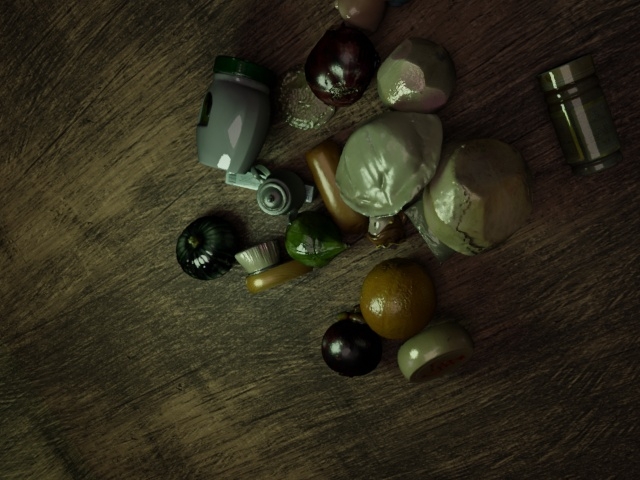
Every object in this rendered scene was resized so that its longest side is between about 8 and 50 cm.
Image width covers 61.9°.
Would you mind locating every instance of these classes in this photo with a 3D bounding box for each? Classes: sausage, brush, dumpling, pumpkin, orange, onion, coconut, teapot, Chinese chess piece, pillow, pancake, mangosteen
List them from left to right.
[{"bbox_3d":[-0.432,0.025,2.011,0.249,0.216,0.250,-6,70,18],"label":"pumpkin"},{"bbox_3d":[-0.155,-0.159,1.810,0.162,0.149,0.239,-31,94,23],"label":"teapot"},{"bbox_3d":[-0.168,0.080,1.974,0.266,0.174,0.166,-18,91,7],"label":"brush"},{"bbox_3d":[-0.056,-0.489,1.838,0.235,0.029,0.212,38,113,4],"label":"pancake"},{"bbox_3d":[0.066,-0.171,1.851,0.134,0.116,0.354,-25,101,11],"label":"sausage"},{"bbox_3d":[0.067,-0.544,1.654,0.221,0.281,0.281,7,109,-11],"label":"onion"},{"bbox_3d":[0.119,0.360,1.937,0.228,0.228,0.266,10,77,14],"label":"mangosteen"},{"bbox_3d":[0.187,-0.222,1.619,0.394,0.233,0.316,-11,64,39],"label":"dumpling"},{"bbox_3d":[0.262,0.195,1.807,0.273,0.274,0.275,5,107,16],"label":"orange"},{"bbox_3d":[0.300,-0.490,1.611,0.227,0.227,0.230,55,143,-3],"label":"coconut"},{"bbox_3d":[0.395,0.387,1.831,0.273,0.273,0.102,-41,53,23],"label":"Chinese chess piece"},{"bbox_3d":[0.397,-0.050,1.791,0.148,0.050,0.230,-36,95,-4],"label":"pillow"},{"bbox_3d":[0.469,-0.132,1.629,0.352,0.352,0.353,5,107,16],"label":"coconut"}]

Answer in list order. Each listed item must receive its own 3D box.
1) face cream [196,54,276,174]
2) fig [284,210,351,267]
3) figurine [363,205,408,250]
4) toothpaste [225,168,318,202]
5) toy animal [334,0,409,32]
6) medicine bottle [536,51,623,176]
[{"bbox_3d":[-0.289,-0.414,1.799,0.219,0.312,0.357,11,97,-29],"label":"face cream"},{"bbox_3d":[0.000,0.000,1.838,0.235,0.203,0.203,8,113,56],"label":"fig"},{"bbox_3d":[0.221,-0.089,1.807,0.189,0.142,0.264,-6,103,-16],"label":"figurine"},{"bbox_3d":[-0.175,-0.207,1.928,0.336,0.081,0.067,14,109,13],"label":"toothpaste"},{"bbox_3d":[0.140,-0.767,1.611,0.221,0.210,0.229,-33,120,22],"label":"toy animal"},{"bbox_3d":[0.758,-0.361,1.556,0.151,0.151,0.323,-20,99,21],"label":"medicine bottle"}]
